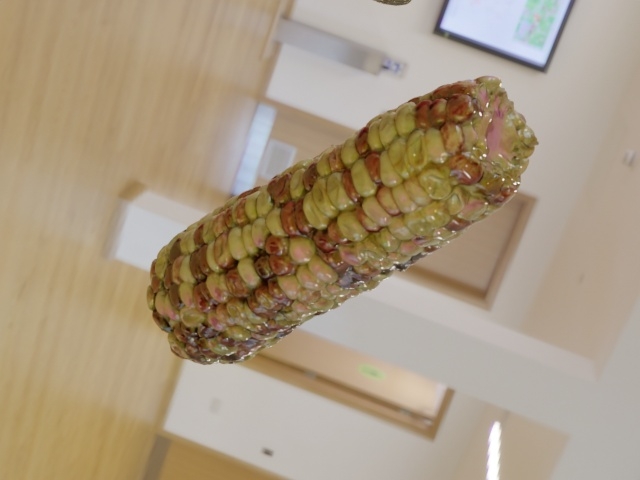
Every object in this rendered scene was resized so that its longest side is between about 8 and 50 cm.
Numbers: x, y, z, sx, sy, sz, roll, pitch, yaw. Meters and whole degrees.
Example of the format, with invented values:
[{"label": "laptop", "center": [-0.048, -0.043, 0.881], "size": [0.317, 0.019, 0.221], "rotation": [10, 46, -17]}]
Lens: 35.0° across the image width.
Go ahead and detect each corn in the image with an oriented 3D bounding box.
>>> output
[{"label": "corn", "center": [0.000, 0.000, 0.571], "size": [0.280, 0.092, 0.092], "rotation": [-28, -152, 41]}]

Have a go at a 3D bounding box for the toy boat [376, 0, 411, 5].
[{"label": "toy boat", "center": [0.036, -0.224, 0.842], "size": [0.149, 0.047, 0.049], "rotation": [-7, 117, -51]}]
